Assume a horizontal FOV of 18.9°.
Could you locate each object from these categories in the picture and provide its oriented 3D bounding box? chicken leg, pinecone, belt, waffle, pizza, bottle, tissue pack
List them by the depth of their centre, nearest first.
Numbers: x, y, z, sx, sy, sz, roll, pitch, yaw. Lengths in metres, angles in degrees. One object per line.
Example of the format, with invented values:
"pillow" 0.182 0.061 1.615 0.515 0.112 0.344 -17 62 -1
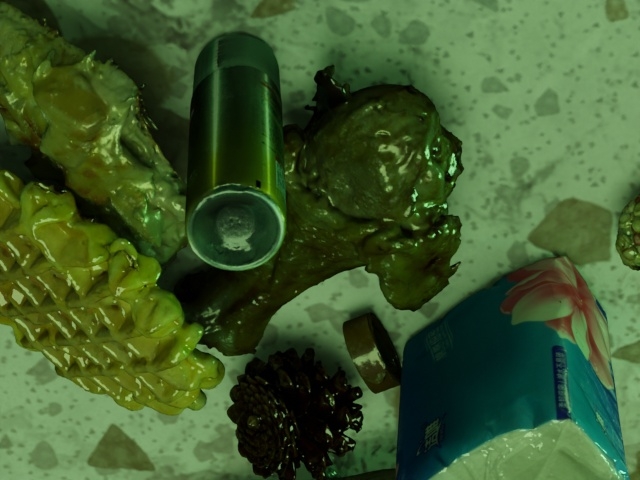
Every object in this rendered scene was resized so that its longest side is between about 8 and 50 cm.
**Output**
"bottle" -0.071 -0.082 1.628 0.082 0.286 0.082 -1 121 -1
"pizza" -0.203 -0.071 1.701 0.089 0.223 0.323 -43 119 -21
"waffle" -0.226 0.052 1.757 0.329 0.062 0.329 30 152 18
"tissue pack" 0.165 0.158 1.769 0.209 0.270 0.137 -34 114 23
"chicken leg" 0.016 -0.001 1.770 0.211 0.140 0.361 38 130 5
"belt" 0.050 0.112 1.874 0.036 0.059 0.083 -21 119 16
"pinecone" -0.021 0.171 1.879 0.120 0.140 0.140 -16 127 -27

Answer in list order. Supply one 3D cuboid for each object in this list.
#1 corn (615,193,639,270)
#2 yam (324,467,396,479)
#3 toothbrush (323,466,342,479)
"corn" 0.380 -0.046 1.737 0.253 0.086 0.086 -25 117 21
"yam" 0.036 0.271 1.922 0.371 0.083 0.083 -10 121 19
"toothbrush" 0.036 0.271 1.994 0.297 0.031 0.030 40 142 -20
